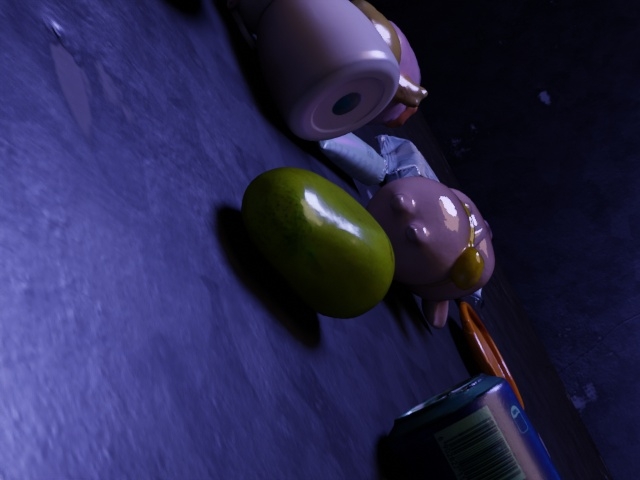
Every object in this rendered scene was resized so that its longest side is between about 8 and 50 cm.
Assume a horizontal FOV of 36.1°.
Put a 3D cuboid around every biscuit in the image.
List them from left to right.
[{"bbox_3d":[0.198,-0.039,1.695,0.309,0.079,0.186,56,15,-22],"label":"biscuit"}]

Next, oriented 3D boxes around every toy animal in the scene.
[{"bbox_3d":[0.063,-0.264,1.482,0.195,0.169,0.281,19,6,19],"label":"toy animal"},{"bbox_3d":[0.136,0.002,1.218,0.248,0.149,0.165,49,28,-67],"label":"toy animal"}]

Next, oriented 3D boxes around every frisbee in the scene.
[{"bbox_3d":[0.253,0.184,1.498,0.192,0.035,0.192,56,13,-21],"label":"frisbee"}]

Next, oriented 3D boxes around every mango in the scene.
[{"bbox_3d":[-0.001,-0.004,0.796,0.163,0.089,0.117,48,17,-41],"label":"mango"}]

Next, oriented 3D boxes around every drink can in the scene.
[{"bbox_3d":[0.146,0.219,0.809,0.205,0.118,0.118,63,13,8],"label":"drink can"}]

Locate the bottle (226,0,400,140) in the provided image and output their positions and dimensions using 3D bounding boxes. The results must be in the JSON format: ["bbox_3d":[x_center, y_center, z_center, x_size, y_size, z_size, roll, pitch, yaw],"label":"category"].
[{"bbox_3d":[-0.018,-0.249,1.165,0.236,0.147,0.147,62,12,23],"label":"bottle"}]

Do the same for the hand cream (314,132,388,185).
[{"bbox_3d":[0.028,-0.122,1.285,0.205,0.050,0.078,28,34,-61],"label":"hand cream"}]
